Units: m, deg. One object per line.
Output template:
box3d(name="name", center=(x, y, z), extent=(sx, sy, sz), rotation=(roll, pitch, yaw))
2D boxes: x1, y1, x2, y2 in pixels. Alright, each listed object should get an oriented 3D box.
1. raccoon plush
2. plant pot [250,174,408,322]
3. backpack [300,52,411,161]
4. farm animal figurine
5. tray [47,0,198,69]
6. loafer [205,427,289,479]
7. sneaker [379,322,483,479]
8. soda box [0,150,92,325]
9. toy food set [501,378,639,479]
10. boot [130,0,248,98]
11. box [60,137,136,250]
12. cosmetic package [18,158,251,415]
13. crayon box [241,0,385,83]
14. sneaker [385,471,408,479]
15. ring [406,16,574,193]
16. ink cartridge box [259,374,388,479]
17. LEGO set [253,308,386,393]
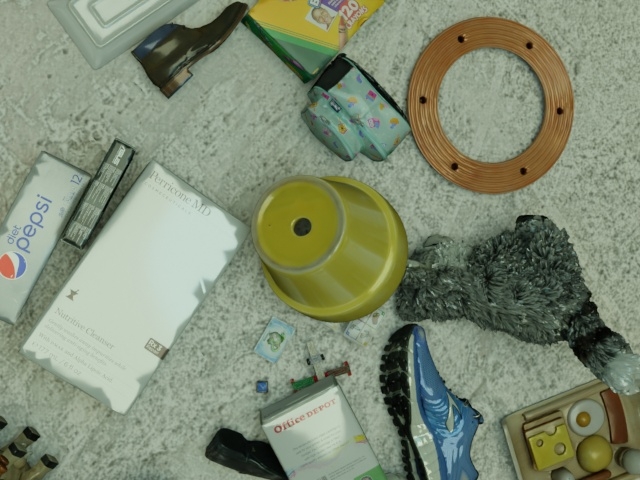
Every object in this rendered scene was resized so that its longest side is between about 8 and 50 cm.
box3d(name="raccoon plush", center=(0.317, 0.119, 1.808), extent=(0.299, 0.446, 0.216), rotation=(-17, 121, -13))
box3d(name="plant pot", center=(0.000, 0.000, 1.754), extent=(0.254, 0.239, 0.254), rotation=(-4, 77, 17))
box3d(name="backpack", center=(0.063, -0.219, 1.851), extent=(0.188, 0.166, 0.144), rotation=(37, 84, -7))
box3d(name="farm animal figurine", center=(-0.582, 0.351, 1.692), extent=(0.172, 0.330, 0.327), rotation=(-44, 133, -2))
box3d(name="tray", center=(-0.329, -0.434, 1.830), extent=(0.270, 0.030, 0.145), rotation=(-37, 97, -10))
box3d(name="loafer", center=(-0.128, 0.396, 1.879), extent=(0.170, 0.062, 0.061), rotation=(31, 123, -18))
box3d(name="sneaker", center=(0.210, 0.310, 1.917), extent=(0.147, 0.130, 0.330), rotation=(-15, 93, -21))
box3d(name="soda box", center=(-0.496, -0.006, 1.767), extent=(0.098, 0.091, 0.286), rotation=(27, 85, -13))
box3d(name="toy food set", center=(0.510, 0.402, 1.996), extent=(0.306, 0.092, 0.220), rotation=(-19, 95, -12))
box3d(name="boot", center=(-0.230, -0.363, 1.827), extent=(0.106, 0.082, 0.219), rotation=(43, 84, -12))
box3d(name="box", center=(-0.372, -0.075, 1.746), extent=(0.045, 0.184, 0.191), rotation=(29, 84, -13))
box3d(name="cosmetic package", center=(-0.312, 0.077, 1.776), extent=(0.217, 0.156, 0.385), rotation=(33, 85, -9))
box3d(name="crayon box", center=(0.011, -0.441, 1.879), extent=(0.165, 0.081, 0.278), rotation=(43, 82, -10))
box3d(name="sneaker", center=(0.107, 0.562, 1.882), extent=(0.107, 0.118, 0.279), rotation=(9, 103, -18))
box3d(name="ring", center=(0.322, -0.256, 1.978), extent=(0.336, 0.032, 0.337), rotation=(0, 92, -13))
box3d(name="ink cartridge box", center=(0.005, 0.368, 1.844), extent=(0.154, 0.093, 0.212), rotation=(-27, 99, -2))
box3d(name="LEGO set", center=(-0.017, 0.194, 1.912), extent=(0.182, 0.060, 0.244), rotation=(30, 83, 1))
